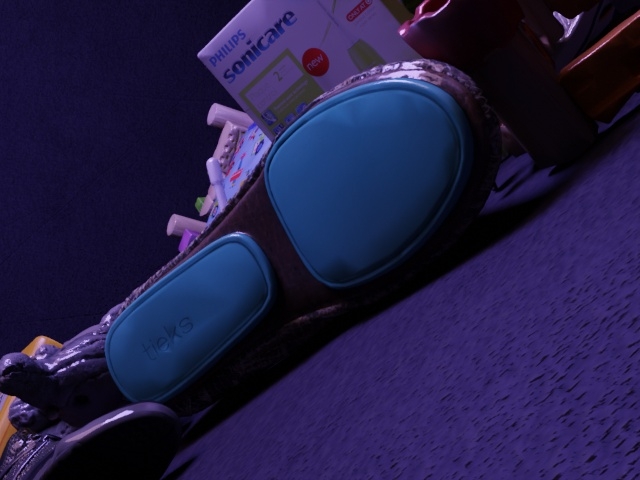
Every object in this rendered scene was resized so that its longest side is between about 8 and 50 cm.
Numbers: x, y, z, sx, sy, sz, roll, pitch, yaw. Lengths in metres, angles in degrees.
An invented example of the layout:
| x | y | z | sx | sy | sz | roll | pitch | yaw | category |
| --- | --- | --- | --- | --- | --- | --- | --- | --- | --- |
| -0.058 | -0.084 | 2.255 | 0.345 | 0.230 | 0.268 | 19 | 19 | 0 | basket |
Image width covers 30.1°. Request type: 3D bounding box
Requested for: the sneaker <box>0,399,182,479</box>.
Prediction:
| x | y | z | sx | sy | sz | roll | pitch | yaw | category |
| --- | --- | --- | --- | --- | --- | --- | --- | --- | --- |
| -0.210 | 0.187 | 1.012 | 0.227 | 0.087 | 0.130 | -43 | 29 | 19 | sneaker |

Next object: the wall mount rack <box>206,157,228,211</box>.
| x | y | z | sx | sy | sz | roll | pitch | yaw | category |
| --- | --- | --- | --- | --- | --- | --- | --- | --- | --- |
| -0.101 | 0.014 | 1.401 | 0.350 | 0.130 | 0.304 | -35 | 28 | 58 | wall mount rack |

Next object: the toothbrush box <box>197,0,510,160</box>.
| x | y | z | sx | sy | sz | roll | pitch | yaw | category |
| --- | --- | --- | --- | --- | --- | --- | --- | --- | --- |
| 0.049 | -0.161 | 1.237 | 0.206 | 0.283 | 0.122 | -37 | 5 | 35 | toothbrush box |

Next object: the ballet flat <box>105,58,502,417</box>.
| x | y | z | sx | sy | sz | roll | pitch | yaw | category |
| --- | --- | --- | --- | --- | --- | --- | --- | --- | --- |
| 0.000 | 0.000 | 1.007 | 0.182 | 0.164 | 0.483 | -14 | -20 | -49 | ballet flat |

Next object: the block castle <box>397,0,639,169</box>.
| x | y | z | sx | sy | sz | roll | pitch | yaw | category |
| --- | --- | --- | --- | --- | --- | --- | --- | --- | --- |
| 0.215 | -0.268 | 1.002 | 0.303 | 0.213 | 0.453 | -38 | 12 | 19 | block castle |

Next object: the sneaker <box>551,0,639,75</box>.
| x | y | z | sx | sy | sz | roll | pitch | yaw | category |
| --- | --- | --- | --- | --- | --- | --- | --- | --- | --- |
| 0.287 | -0.253 | 1.310 | 0.126 | 0.127 | 0.321 | 27 | 87 | 49 | sneaker |

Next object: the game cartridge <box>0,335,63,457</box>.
| x | y | z | sx | sy | sz | roll | pitch | yaw | category |
| --- | --- | --- | --- | --- | --- | --- | --- | --- | --- |
| -0.426 | 0.296 | 1.453 | 0.285 | 0.052 | 0.324 | -36 | 28 | 54 | game cartridge |

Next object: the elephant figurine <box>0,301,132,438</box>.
| x | y | z | sx | sy | sz | roll | pitch | yaw | category |
| --- | --- | --- | --- | --- | --- | --- | --- | --- | --- |
| -0.217 | 0.145 | 1.181 | 0.186 | 0.169 | 0.239 | -61 | 3 | -33 | elephant figurine |

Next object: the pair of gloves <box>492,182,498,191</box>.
| x | y | z | sx | sy | sz | roll | pitch | yaw | category |
| --- | --- | --- | --- | --- | --- | --- | --- | --- | --- |
| 0.130 | -0.079 | 0.992 | 0.010 | 0.074 | 0.083 | -18 | -12 | 10 | pair of gloves |

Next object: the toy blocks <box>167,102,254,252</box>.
| x | y | z | sx | sy | sz | roll | pitch | yaw | category |
| --- | --- | --- | --- | --- | --- | --- | --- | --- | --- |
| -0.083 | -0.051 | 2.092 | 0.288 | 0.260 | 0.309 | -68 | 25 | 12 | toy blocks |

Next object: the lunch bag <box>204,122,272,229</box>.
| x | y | z | sx | sy | sz | roll | pitch | yaw | category |
| --- | --- | --- | --- | --- | --- | --- | --- | --- | --- |
| -0.052 | -0.087 | 1.598 | 0.293 | 0.138 | 0.221 | 128 | 163 | -70 | lunch bag |
